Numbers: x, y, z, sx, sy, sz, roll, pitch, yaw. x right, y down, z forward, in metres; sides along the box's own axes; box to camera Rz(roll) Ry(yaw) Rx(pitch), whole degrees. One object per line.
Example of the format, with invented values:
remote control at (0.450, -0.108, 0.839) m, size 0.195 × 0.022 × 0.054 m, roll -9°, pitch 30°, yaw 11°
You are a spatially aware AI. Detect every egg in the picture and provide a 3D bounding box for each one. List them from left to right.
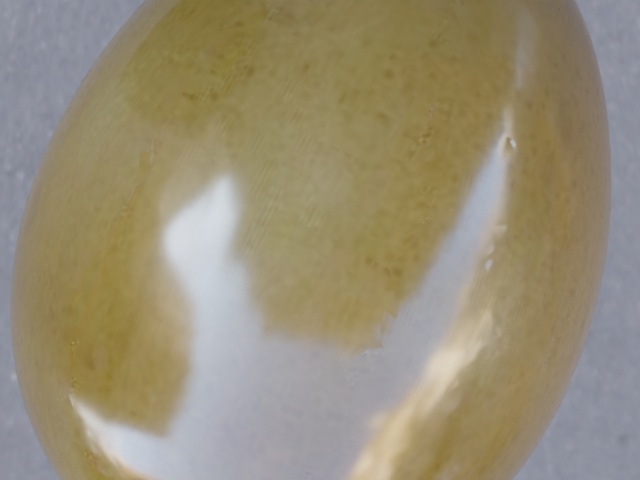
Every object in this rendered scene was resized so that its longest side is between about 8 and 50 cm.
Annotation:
egg at (0.000, 0.000, 0.803) m, size 0.250 × 0.250 × 0.322 m, roll 22°, pitch 101°, yaw -19°
